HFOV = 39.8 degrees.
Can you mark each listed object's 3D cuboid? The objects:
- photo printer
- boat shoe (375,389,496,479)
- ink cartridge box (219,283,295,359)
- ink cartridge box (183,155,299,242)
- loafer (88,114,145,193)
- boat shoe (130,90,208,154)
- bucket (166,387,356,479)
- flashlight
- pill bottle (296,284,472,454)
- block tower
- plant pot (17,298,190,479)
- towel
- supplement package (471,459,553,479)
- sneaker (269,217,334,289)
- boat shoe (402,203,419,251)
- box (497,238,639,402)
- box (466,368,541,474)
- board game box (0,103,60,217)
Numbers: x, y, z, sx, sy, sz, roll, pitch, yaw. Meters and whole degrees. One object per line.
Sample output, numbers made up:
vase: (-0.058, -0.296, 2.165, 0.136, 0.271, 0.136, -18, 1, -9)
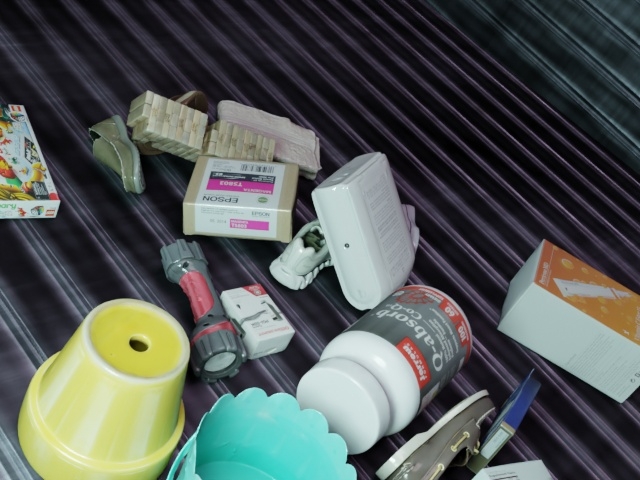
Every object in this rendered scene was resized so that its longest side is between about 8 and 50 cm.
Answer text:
photo printer: (0.107, -0.014, 1.948, 0.256, 0.107, 0.307, -44, 119, -56)
boat shoe: (0.238, 0.387, 1.663, 0.324, 0.116, 0.096, -24, 66, -44)
ink cartridge box: (-0.129, 0.157, 1.734, 0.099, 0.056, 0.135, -11, 51, -43)
ink cartridge box: (-0.169, -0.093, 1.927, 0.235, 0.088, 0.193, 5, 37, 0)
loafer: (-0.444, -0.179, 1.918, 0.087, 0.094, 0.251, -17, 42, -16)
boat shoe: (-0.373, -0.275, 2.089, 0.095, 0.095, 0.257, 7, 32, 31)
bucket: (-0.099, 0.391, 1.361, 0.281, 0.183, 0.281, 19, 36, -14)
flashlight: (-0.233, 0.123, 1.672, 0.103, 0.103, 0.304, -19, 51, -13)
pill bottle: (0.126, 0.241, 1.678, 0.210, 0.210, 0.363, 40, 37, 14)
block tower: (-0.269, -0.232, 2.011, 0.335, 0.097, 0.091, 18, 73, -32)
plant pot: (-0.314, 0.228, 1.365, 0.254, 0.239, 0.254, 19, 37, -15)
towel: (-0.131, -0.258, 2.249, 0.282, 0.049, 0.187, 17, 37, -17)
supplement package: (0.325, 0.515, 1.492, 0.149, 0.194, 0.203, 2, 44, -34)
sneaker: (0.000, 0.000, 1.967, 0.110, 0.118, 0.292, 33, 34, 8)
boat shoe: (0.193, -0.020, 2.170, 0.076, 0.083, 0.226, 12, 26, -4)
box: (0.628, 0.190, 2.123, 0.345, 0.168, 0.215, 31, 36, 2)
box: (0.374, 0.358, 1.768, 0.036, 0.136, 0.225, 36, 36, 11)
board game box: (-0.658, -0.164, 1.765, 0.193, 0.053, 0.305, -2, 46, -36)
